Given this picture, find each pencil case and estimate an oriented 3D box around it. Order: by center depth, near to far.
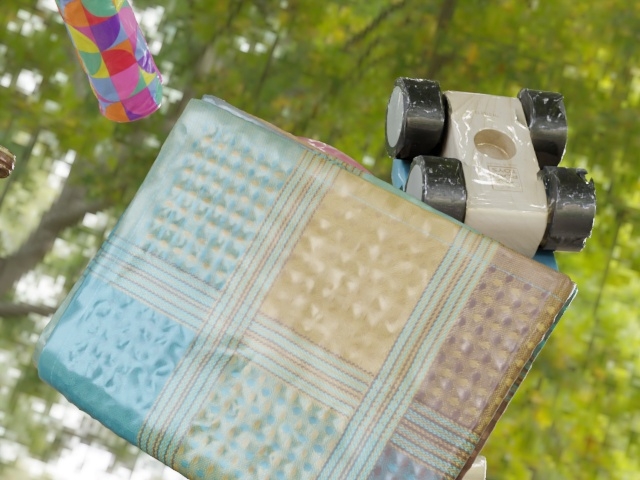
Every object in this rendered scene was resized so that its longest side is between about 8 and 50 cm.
[{"bbox_3d":[-0.282,-0.273,2.088,0.104,0.104,0.236,11,-44,29],"label":"pencil case"}]

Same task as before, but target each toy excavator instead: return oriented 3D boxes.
[{"bbox_3d":[0.184,0.074,2.025,0.222,0.433,0.445,3,-43,-12],"label":"toy excavator"}]

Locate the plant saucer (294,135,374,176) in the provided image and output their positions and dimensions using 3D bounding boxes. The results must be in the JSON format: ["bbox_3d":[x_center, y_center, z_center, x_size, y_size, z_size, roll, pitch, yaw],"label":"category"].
[{"bbox_3d":[0.000,0.000,1.851,0.332,0.084,0.332,32,-32,22],"label":"plant saucer"}]

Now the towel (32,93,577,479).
[{"bbox_3d":[-0.025,0.067,1.175,0.370,0.271,0.040,28,-9,32],"label":"towel"}]

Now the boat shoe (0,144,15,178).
[{"bbox_3d":[-0.426,-0.089,1.724,0.178,0.060,0.064,11,-22,-27],"label":"boat shoe"}]
